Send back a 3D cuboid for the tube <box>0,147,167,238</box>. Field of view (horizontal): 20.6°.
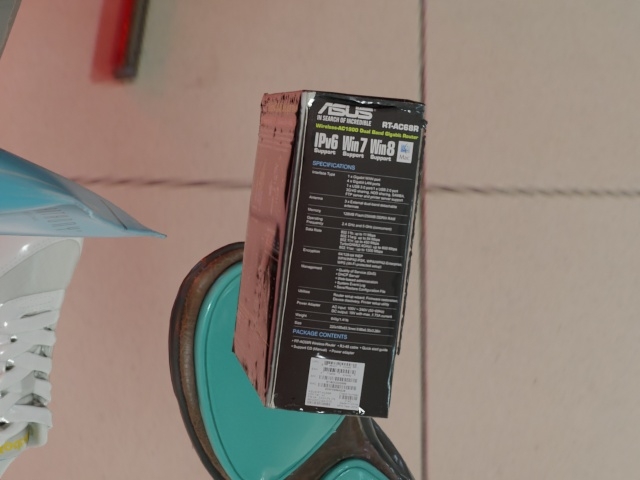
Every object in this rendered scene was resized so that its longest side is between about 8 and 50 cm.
[{"bbox_3d":[-0.147,-0.027,0.461,0.207,0.080,0.052,12,93,8],"label":"tube"}]

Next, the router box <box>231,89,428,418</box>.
[{"bbox_3d":[0.000,0.000,0.551,0.038,0.122,0.092,6,94,-8],"label":"router box"}]

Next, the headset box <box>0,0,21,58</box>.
[{"bbox_3d":[-0.360,-0.152,1.163,0.283,0.246,0.131,21,96,5],"label":"headset box"}]

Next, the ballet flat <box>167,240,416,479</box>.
[{"bbox_3d":[-0.019,0.103,0.913,0.095,0.280,0.096,-40,36,-17],"label":"ballet flat"}]

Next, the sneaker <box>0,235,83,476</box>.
[{"bbox_3d":[-0.186,0.071,1.018,0.087,0.228,0.092,-12,53,-47],"label":"sneaker"}]
